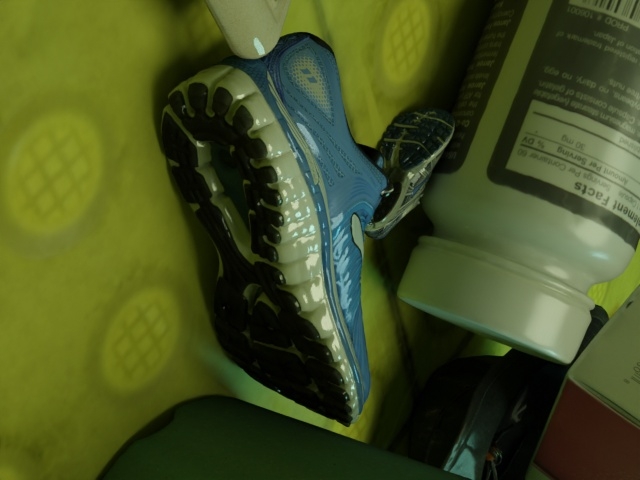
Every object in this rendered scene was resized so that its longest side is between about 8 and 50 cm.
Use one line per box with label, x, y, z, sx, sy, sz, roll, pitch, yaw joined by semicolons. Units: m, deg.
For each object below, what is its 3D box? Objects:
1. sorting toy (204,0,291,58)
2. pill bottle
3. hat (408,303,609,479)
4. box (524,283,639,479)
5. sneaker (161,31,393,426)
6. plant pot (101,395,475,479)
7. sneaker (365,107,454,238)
sorting toy;-0.035;-0.245;0.664;0.193;0.038;0.208;61;41;-51
pill bottle;0.213;-0.084;1.022;0.204;0.204;0.361;29;83;-59
hat;0.184;0.200;1.208;0.331;0.134;0.331;-23;124;-40
box;0.303;0.170;1.067;0.148;0.127;0.232;-44;156;-26
sneaker;0.000;0.000;0.809;0.147;0.130;0.330;-43;139;-34
plant pot;0.012;0.286;0.787;0.341;0.334;0.341;-34;133;-46
sneaker;0.071;-0.058;0.973;0.135;0.052;0.058;-51;155;-16
